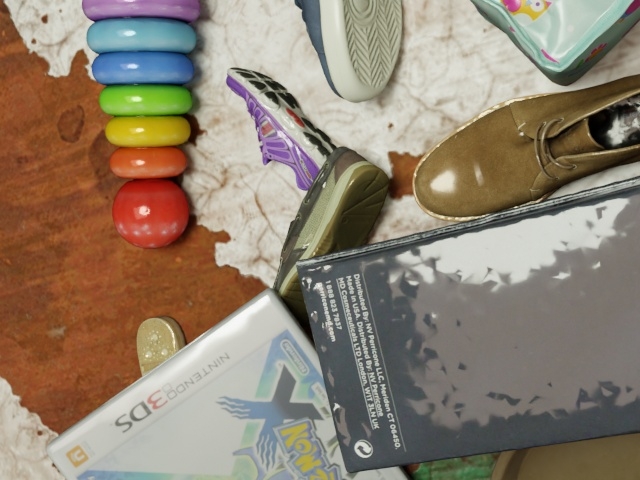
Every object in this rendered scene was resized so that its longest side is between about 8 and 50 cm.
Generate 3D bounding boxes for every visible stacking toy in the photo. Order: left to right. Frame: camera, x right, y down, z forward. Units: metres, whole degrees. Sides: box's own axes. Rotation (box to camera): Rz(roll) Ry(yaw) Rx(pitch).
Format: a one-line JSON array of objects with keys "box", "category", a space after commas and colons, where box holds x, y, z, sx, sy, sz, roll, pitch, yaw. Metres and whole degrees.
[{"box": [-0.203, -0.153, 0.948, 0.141, 0.141, 0.330, 3, 98, 22], "category": "stacking toy"}]

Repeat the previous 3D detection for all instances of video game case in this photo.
[{"box": [-0.079, 0.268, 0.887, 0.300, 0.036, 0.329, -35, 94, 3], "category": "video game case"}]

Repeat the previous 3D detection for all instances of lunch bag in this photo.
[{"box": [0.256, -0.269, 0.700, 0.160, 0.223, 0.262, 46, 106, 7], "category": "lunch bag"}]

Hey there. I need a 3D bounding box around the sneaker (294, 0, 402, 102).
[{"box": [-0.019, -0.309, 0.873, 0.148, 0.131, 0.350, -11, 88, 35], "category": "sneaker"}]

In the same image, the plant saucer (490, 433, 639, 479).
[{"box": [0.303, 0.268, 0.795, 0.277, 0.041, 0.278, 4, 103, 19], "category": "plant saucer"}]

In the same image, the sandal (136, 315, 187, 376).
[{"box": [-0.186, 0.213, 0.986, 0.088, 0.079, 0.240, -18, 87, 22], "category": "sandal"}]

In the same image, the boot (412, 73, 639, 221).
[{"box": [0.219, -0.095, 0.785, 0.305, 0.115, 0.112, -19, 88, 23], "category": "boot"}]

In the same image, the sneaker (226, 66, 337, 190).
[{"box": [-0.055, -0.125, 0.921, 0.071, 0.068, 0.170, -45, 78, 24], "category": "sneaker"}]

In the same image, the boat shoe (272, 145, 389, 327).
[{"box": [-0.001, -0.001, 0.905, 0.073, 0.080, 0.224, 54, 127, 42], "category": "boat shoe"}]

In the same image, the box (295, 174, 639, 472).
[{"box": [0.182, 0.061, 0.710, 0.294, 0.296, 0.183, -15, 87, 23], "category": "box"}]
